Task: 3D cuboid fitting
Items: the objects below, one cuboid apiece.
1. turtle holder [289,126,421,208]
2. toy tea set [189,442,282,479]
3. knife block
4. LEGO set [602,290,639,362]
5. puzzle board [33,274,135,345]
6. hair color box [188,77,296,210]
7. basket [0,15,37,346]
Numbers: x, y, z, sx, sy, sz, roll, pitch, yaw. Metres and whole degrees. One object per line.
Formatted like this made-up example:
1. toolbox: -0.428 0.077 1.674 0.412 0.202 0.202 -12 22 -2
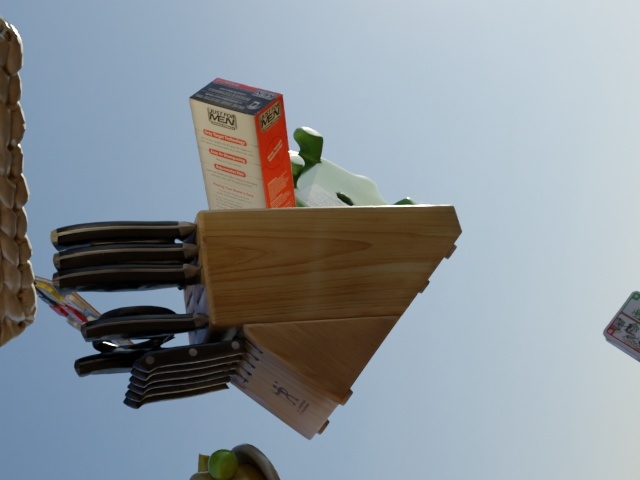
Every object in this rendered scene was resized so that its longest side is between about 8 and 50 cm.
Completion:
1. turtle holder: -0.015 -0.005 1.370 0.227 0.243 0.320 -56 22 20
2. toy tea set: -0.067 0.310 0.682 0.124 0.200 0.336 -15 -53 -31
3. knife block: -0.057 0.022 0.783 0.276 0.242 0.088 -50 -6 -33
4. LEGO set: 0.386 0.076 0.833 0.182 0.244 0.060 -52 -33 -6
5. puzzle board: -0.263 0.079 1.106 0.128 0.096 0.011 51 -119 -40
6. hair color box: -0.063 -0.062 0.875 0.043 0.072 0.141 -45 -38 -39
7. basket: -0.382 -0.056 0.663 0.266 0.331 0.328 -33 -26 -35
